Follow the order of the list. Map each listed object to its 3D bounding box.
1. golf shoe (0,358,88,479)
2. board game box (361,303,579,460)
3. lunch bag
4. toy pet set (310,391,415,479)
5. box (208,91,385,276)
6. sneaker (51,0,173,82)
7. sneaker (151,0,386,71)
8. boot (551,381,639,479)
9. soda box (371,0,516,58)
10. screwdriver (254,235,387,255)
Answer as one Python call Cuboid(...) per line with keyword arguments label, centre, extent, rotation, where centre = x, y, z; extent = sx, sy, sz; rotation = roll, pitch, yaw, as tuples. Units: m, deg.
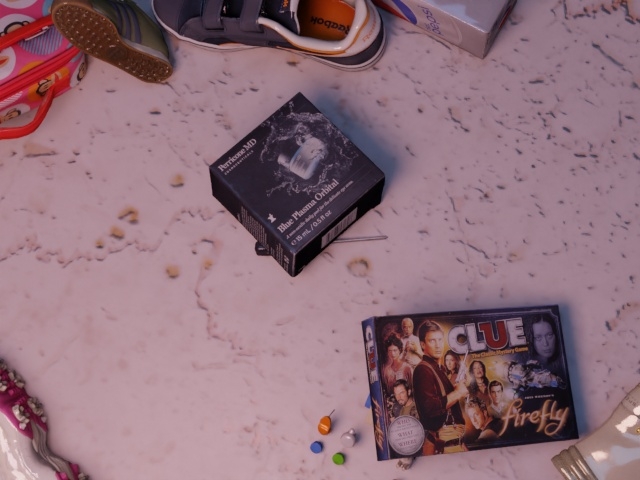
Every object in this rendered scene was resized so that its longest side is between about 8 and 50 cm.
Cuboid(label="golf shoe", centre=(-0.386, 0.271, 1.313), extent=(0.140, 0.115, 0.306), rotation=(-36, 77, 1))
Cuboid(label="board game box", centre=(0.177, 0.165, 1.269), extent=(0.243, 0.042, 0.165), rotation=(-3, 78, -18))
Cuboid(label="lunch bag", centre=(-0.455, -0.237, 1.384), extent=(0.293, 0.120, 0.258), rotation=(-34, 80, -22))
Cuboid(label="toy pet set", centre=(0.067, 0.225, 1.316), extent=(0.122, 0.065, 0.114), rotation=(25, 117, 13))
Cuboid(label="box", centre=(-0.030, -0.069, 1.341), extent=(0.156, 0.093, 0.158), rotation=(-42, 76, -14))
Cuboid(label="sneaker", centre=(-0.269, -0.279, 1.384), extent=(0.064, 0.192, 0.086), rotation=(-28, 55, 27))
Cuboid(label="sneaker", centre=(-0.073, -0.307, 1.391), extent=(0.321, 0.127, 0.126), rotation=(11, 81, 9))
Cuboid(label="boot", centre=(0.390, 0.286, 1.252), extent=(0.165, 0.077, 0.213), rotation=(-41, 92, 5))
Cuboid(label="soda box", centre=(0.111, -0.351, 1.398), extent=(0.286, 0.091, 0.098), rotation=(29, 81, 10))
Cuboid(label="screwdriver", centre=(0.000, 0.000, 1.375), extent=(0.169, 0.024, 0.025), rotation=(-9, 107, 2))
